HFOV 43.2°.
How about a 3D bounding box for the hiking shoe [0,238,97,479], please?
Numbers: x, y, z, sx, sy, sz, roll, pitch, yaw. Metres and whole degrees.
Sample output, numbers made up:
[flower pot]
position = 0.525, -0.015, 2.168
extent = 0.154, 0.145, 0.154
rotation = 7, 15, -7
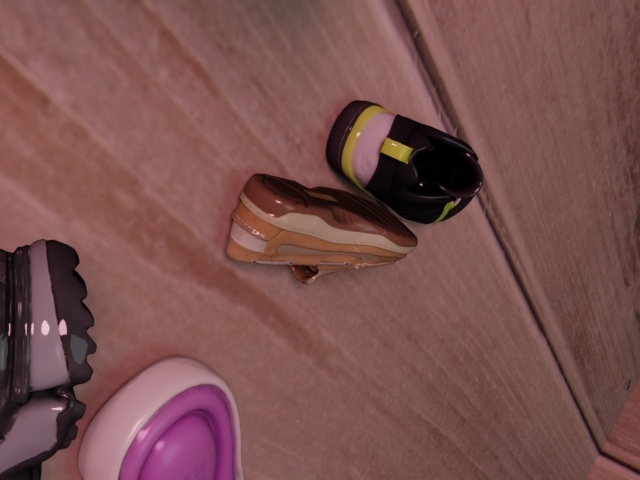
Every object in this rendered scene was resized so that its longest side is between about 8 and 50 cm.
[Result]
[hiking shoe]
position = -0.207, 0.126, 0.407
extent = 0.132, 0.113, 0.304
rotation = 9, 113, -24

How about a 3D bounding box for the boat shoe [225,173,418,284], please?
[boat shoe]
position = 0.000, 0.000, 0.627
extent = 0.190, 0.068, 0.072
rotation = 13, 112, -46

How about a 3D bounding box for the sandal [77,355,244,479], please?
[sandal]
position = -0.085, 0.267, 0.635
extent = 0.169, 0.102, 0.416
rotation = -42, 141, -30

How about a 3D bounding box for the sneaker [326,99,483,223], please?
[sneaker]
position = 0.095, -0.049, 0.683
extent = 0.235, 0.097, 0.084
rotation = 11, 102, -56
